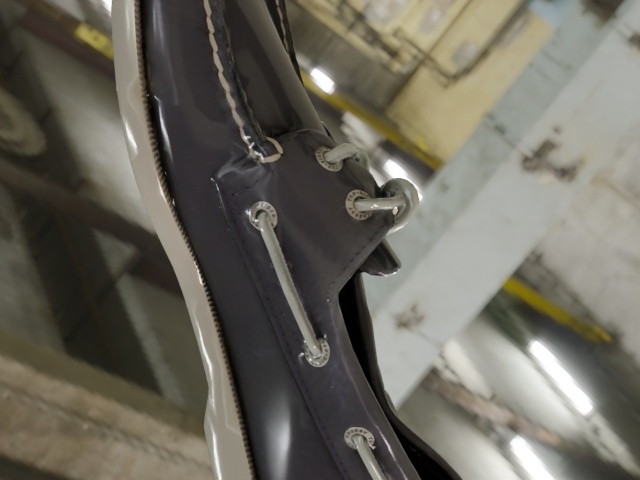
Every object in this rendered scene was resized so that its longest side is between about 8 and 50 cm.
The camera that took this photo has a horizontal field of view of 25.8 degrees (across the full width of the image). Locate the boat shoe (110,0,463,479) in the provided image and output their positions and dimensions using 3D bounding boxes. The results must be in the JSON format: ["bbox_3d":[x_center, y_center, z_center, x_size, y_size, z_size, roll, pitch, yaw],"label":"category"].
[{"bbox_3d":[0.000,0.000,0.358,0.075,0.065,0.206,-32,-68,-68],"label":"boat shoe"}]
